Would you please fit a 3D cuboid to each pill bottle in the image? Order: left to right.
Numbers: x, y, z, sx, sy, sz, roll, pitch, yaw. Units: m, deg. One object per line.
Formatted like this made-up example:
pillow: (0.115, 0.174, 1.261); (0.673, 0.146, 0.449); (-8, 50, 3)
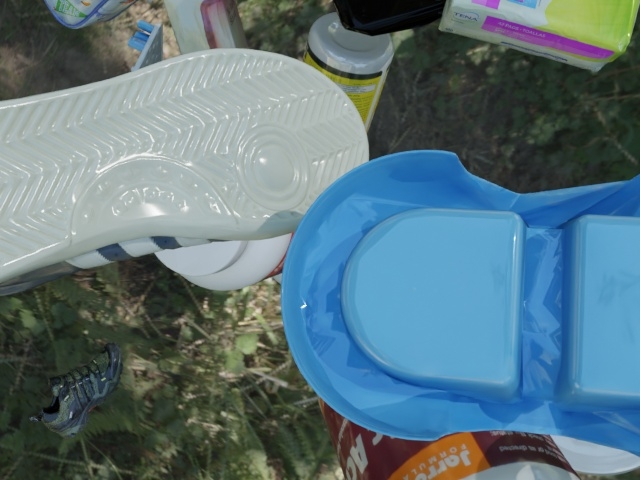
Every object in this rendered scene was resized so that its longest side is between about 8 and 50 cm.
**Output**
pill bottle: (-0.099, -0.034, 1.056); (0.182, 0.323, 0.181); (2, 96, 16)
pill bottle: (0.036, -0.328, 1.803); (0.188, 0.333, 0.187); (8, 48, -9)
pill bottle: (0.144, 0.259, 0.840); (0.224, 0.392, 0.224); (-7, 122, -12)

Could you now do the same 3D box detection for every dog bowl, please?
dog bowl: (0.129, 0.039, 0.465); (0.298, 0.074, 0.165); (3, 76, 12)

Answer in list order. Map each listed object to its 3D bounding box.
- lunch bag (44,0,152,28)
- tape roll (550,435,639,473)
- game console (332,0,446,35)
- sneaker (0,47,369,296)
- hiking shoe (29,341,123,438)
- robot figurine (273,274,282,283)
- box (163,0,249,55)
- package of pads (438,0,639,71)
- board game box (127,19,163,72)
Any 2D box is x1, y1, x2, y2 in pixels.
lunch bag: (-0.365, -0.495, 1.237); (0.303, 0.243, 0.115); (61, 36, -7)
tape roll: (0.455, 0.243, 1.319); (0.286, 0.286, 0.100); (-70, 156, -12)
game console: (0.086, -0.449, 1.128); (0.213, 0.044, 0.361); (-18, 67, -4)
sneaker: (-0.134, -0.044, 0.538); (0.350, 0.148, 0.131); (-11, 90, -33)
hiking shoe: (-0.511, 0.307, 1.685); (0.114, 0.086, 0.226); (39, 79, -39)
robot figurine: (0.000, 0.000, 2.006); (0.354, 0.300, 0.199); (-21, 98, 4)
box: (-0.249, -0.483, 1.744); (0.127, 0.148, 0.232); (-10, 123, 7)
package of pads: (0.297, -0.377, 0.988); (0.229, 0.101, 0.296); (15, 83, -1)
board game box: (-0.458, -0.253, 1.800); (0.050, 0.390, 0.389); (23, 73, -5)
